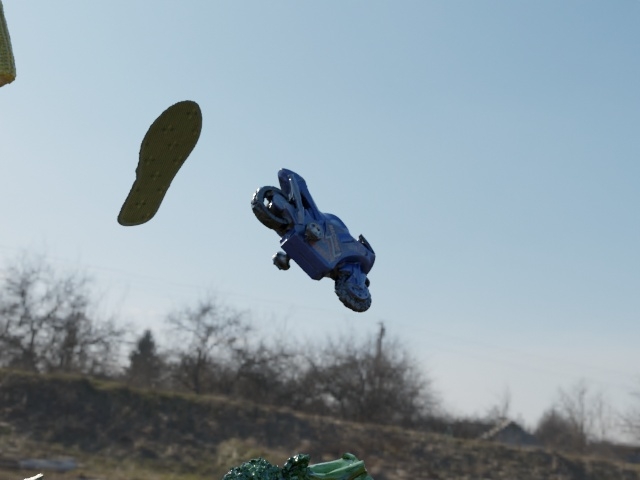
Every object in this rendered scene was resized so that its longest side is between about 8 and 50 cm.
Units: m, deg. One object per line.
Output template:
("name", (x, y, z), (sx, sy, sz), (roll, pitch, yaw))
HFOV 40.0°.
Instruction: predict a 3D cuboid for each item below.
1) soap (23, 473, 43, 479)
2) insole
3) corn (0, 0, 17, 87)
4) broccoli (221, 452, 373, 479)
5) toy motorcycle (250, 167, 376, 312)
("soap", (-0.668, 0.695, 1.908), (0.143, 0.281, 0.259), (-10, 12, 15))
("insole", (-0.279, -0.126, 1.515), (0.109, 0.007, 0.322), (-7, -35, -37))
("corn", (-0.625, -0.394, 1.645), (0.081, 0.249, 0.081), (-17, -19, -6))
("broccoli", (-0.022, 0.445, 1.316), (0.275, 0.308, 0.308), (-35, -4, -17))
("toy motorcycle", (0.000, 0.000, 1.112), (0.205, 0.114, 0.076), (46, -56, -2))
